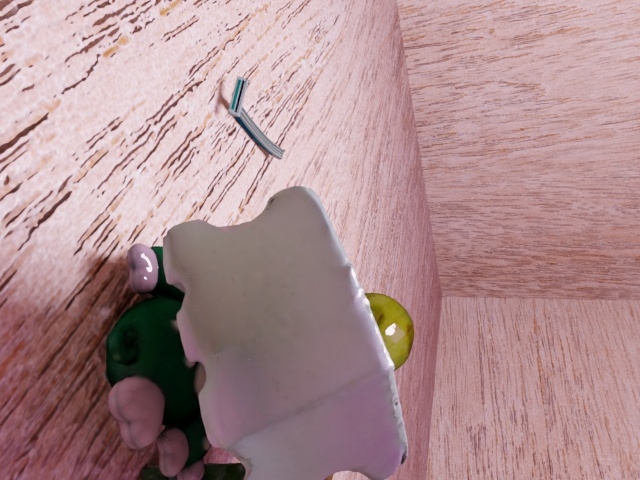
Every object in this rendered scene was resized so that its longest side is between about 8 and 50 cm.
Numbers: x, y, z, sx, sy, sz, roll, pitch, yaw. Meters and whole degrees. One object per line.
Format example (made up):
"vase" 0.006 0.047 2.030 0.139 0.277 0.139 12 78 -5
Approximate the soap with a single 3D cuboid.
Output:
"soap" -0.018 0.157 0.591 0.446 0.156 0.262 82 -14 -68

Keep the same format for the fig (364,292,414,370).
"fig" 0.128 0.241 1.248 0.230 0.207 0.208 -43 129 -65

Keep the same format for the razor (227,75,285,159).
"razor" -0.110 -0.191 0.858 0.191 0.037 0.068 50 48 -63

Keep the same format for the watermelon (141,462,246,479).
"watermelon" -0.113 0.424 0.610 0.302 0.151 0.264 72 11 -47

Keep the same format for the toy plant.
"toy plant" -0.167 0.135 0.573 0.243 0.112 0.233 71 10 -45

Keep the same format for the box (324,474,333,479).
"box" 0.012 0.519 1.174 0.133 0.023 0.090 -60 145 -55
